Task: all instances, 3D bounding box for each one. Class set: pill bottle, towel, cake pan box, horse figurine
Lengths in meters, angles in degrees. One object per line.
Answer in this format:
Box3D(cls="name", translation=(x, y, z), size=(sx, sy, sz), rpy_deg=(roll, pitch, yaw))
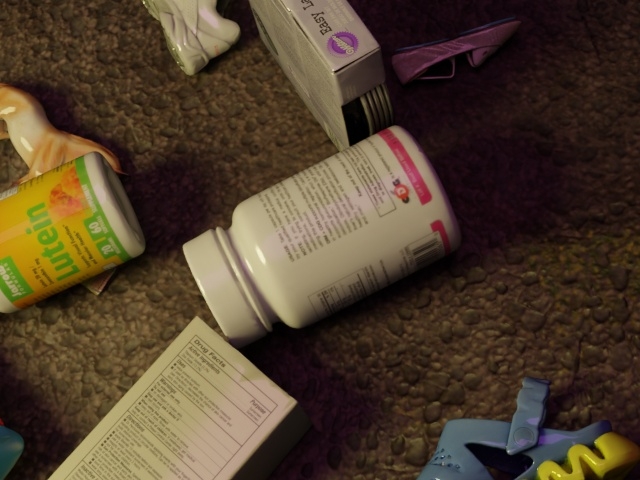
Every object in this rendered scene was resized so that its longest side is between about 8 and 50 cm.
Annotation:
Box3D(cls="pill bottle", translation=(-0.345, 0.004, 1.275), size=(0.246, 0.136, 0.136), rpy_deg=(-25, 65, -1))
Box3D(cls="towel", translation=(-0.275, 0.022, 1.336), size=(0.060, 0.009, 0.083), rpy_deg=(26, 73, 20))
Box3D(cls="cake pan box", translation=(-0.006, -0.231, 1.269), size=(0.070, 0.246, 0.267), rpy_deg=(-31, 65, -4))
Box3D(cls="horse figurine", translation=(-0.392, -0.122, 1.389), size=(0.174, 0.066, 0.263), rpy_deg=(-42, 69, -1))
Box3D(cls="pill bottle", translation=(0.000, 0.000, 1.215), size=(0.283, 0.160, 0.160), rpy_deg=(-27, 65, -3))

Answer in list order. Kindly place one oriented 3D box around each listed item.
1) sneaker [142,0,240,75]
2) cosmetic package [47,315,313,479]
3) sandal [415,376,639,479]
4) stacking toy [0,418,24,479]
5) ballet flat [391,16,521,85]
Box3D(cls="sneaker", translation=(-0.178, -0.332, 1.439), size=(0.115, 0.090, 0.232), rpy_deg=(-26, 74, -9))
Box3D(cls="cosmetic package", translation=(-0.171, 0.256, 1.162), size=(0.160, 0.113, 0.309), rpy_deg=(38, 77, 22))
Box3D(cls="sandal", translation=(0.162, 0.245, 1.112), size=(0.317, 0.126, 0.138), rpy_deg=(-23, 61, -10))
Box3D(cls="stacking toy", translation=(-0.462, 0.160, 1.245), size=(0.166, 0.175, 0.302), rpy_deg=(-50, 42, 24))
Box3D(cls="ballet flat", translation=(0.174, -0.234, 1.353), size=(0.168, 0.057, 0.052), rpy_deg=(-15, 93, 7))
